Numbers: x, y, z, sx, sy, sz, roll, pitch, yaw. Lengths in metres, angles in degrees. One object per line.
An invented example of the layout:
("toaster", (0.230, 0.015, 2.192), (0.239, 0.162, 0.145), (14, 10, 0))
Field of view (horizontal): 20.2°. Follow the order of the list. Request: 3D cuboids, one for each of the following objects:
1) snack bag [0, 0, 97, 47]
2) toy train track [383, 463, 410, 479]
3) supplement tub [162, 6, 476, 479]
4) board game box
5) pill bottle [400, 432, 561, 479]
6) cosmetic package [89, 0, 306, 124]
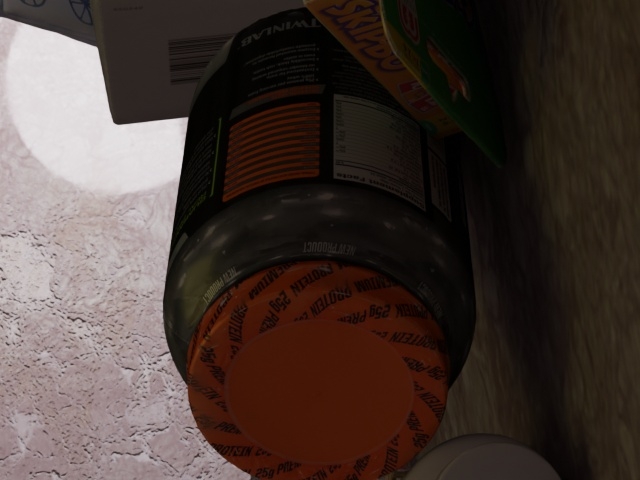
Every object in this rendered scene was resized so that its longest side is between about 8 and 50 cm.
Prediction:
("snack bag", (-0.132, -0.264, 1.319), (0.342, 0.037, 0.323), (17, -122, -53))
("toy train track", (0.048, 0.122, 1.009), (0.083, 0.014, 0.048), (102, 168, -55))
("supplement tub", (0.000, 0.000, 0.697), (0.190, 0.117, 0.117), (-88, -4, -55))
("board game box", (0.015, -0.156, 0.667), (0.124, 0.039, 0.259), (37, -144, -59))
("pill bottle", (0.056, 0.105, 0.653), (0.116, 0.065, 0.065), (106, 157, -75))
("cosmetic package", (-0.089, -0.281, 1.143), (0.197, 0.155, 0.365), (100, 162, -72))
